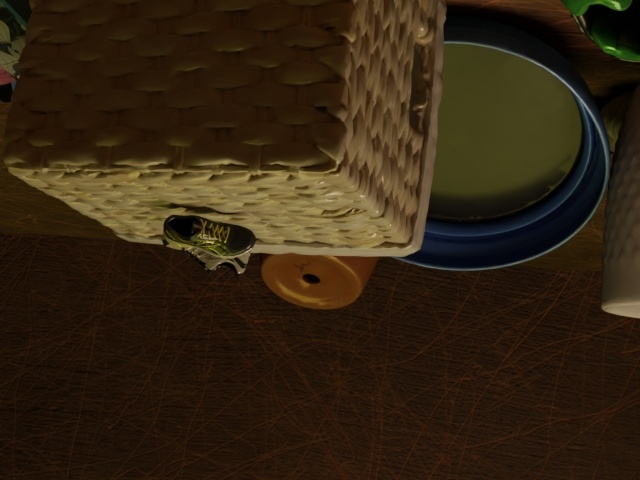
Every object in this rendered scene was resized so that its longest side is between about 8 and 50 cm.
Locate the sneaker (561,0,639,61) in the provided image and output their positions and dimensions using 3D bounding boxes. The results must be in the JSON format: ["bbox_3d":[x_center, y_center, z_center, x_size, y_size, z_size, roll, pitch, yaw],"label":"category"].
[{"bbox_3d":[0.297,-0.226,1.065,0.134,0.146,0.343,-2,171,37],"label":"sneaker"}]

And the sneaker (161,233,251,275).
[{"bbox_3d":[-0.107,0.012,1.044,0.083,0.037,0.032,9,168,-3],"label":"sneaker"}]

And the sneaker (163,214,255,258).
[{"bbox_3d":[-0.098,-0.004,0.985,0.083,0.031,0.035,6,166,4],"label":"sneaker"}]

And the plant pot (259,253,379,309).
[{"bbox_3d":[0.000,0.000,2.230,0.291,0.203,0.291,9,144,7],"label":"plant pot"}]

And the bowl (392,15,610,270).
[{"bbox_3d":[0.172,-0.119,1.459,0.391,0.077,0.391,7,137,7],"label":"bowl"}]

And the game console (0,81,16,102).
[{"bbox_3d":[-0.419,-0.246,1.556,0.144,0.124,0.085,1,-162,26],"label":"game console"}]

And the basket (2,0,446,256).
[{"bbox_3d":[-0.076,-0.172,1.040,0.331,0.328,0.266,2,168,20],"label":"basket"}]

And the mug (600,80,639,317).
[{"bbox_3d":[0.525,-0.062,1.453,0.276,0.328,0.374,-1,171,36],"label":"mug"}]

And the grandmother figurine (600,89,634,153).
[{"bbox_3d":[0.402,-0.153,1.718,0.208,0.104,0.342,-2,177,-17],"label":"grandmother figurine"}]

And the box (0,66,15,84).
[{"bbox_3d":[-0.489,-0.260,1.356,0.243,0.117,0.213,-3,169,44],"label":"box"}]

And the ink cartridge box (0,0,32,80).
[{"bbox_3d":[-0.317,-0.266,1.124,0.165,0.065,0.333,2,156,23],"label":"ink cartridge box"}]
